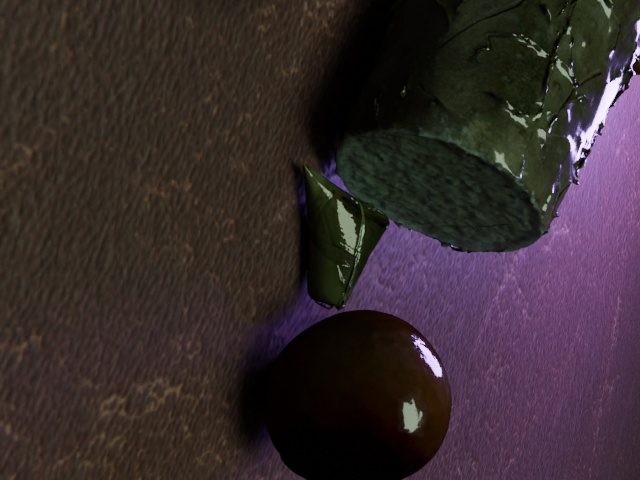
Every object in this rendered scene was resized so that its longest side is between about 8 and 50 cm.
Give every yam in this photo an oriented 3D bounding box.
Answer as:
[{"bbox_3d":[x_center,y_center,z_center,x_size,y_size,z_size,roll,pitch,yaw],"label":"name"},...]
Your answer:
[{"bbox_3d":[0.170,-0.173,0.887,0.348,0.241,0.241,-62,145,-20],"label":"yam"}]

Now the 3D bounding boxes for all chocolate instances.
[{"bbox_3d":[0.036,0.129,0.839,0.177,0.177,0.177,-27,122,-52],"label":"chocolate"}]

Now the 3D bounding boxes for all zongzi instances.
[{"bbox_3d":[0.000,0.000,0.848,0.113,0.052,0.104,31,80,-43],"label":"zongzi"}]

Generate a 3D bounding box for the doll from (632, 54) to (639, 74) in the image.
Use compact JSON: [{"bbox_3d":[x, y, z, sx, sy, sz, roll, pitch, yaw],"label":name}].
[{"bbox_3d":[0.314,-0.270,1.069,0.162,0.269,0.166,-44,138,-20],"label":"doll"}]
